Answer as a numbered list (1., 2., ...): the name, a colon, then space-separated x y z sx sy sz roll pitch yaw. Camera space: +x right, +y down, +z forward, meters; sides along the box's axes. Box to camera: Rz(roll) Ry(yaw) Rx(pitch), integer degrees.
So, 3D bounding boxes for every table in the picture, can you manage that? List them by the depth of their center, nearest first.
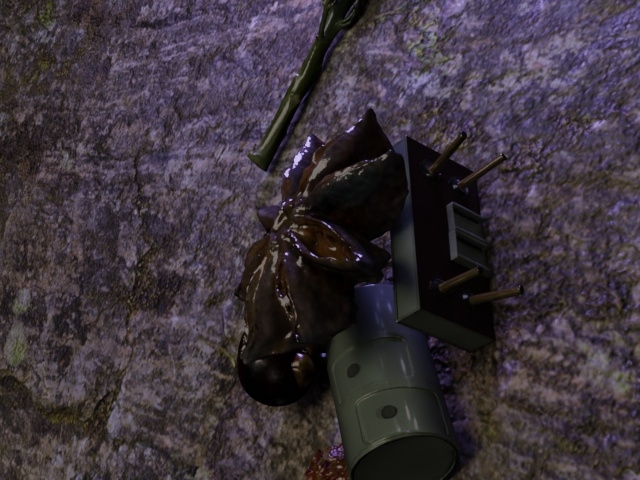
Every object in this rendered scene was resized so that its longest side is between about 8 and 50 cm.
1. table: 0.076 0.172 1.371 0.126 0.126 0.220 -44 38 30
2. table: 0.160 -0.012 1.372 0.111 0.122 0.240 -34 46 39

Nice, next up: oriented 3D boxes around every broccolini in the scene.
1. broccolini: -0.015 -0.289 1.822 0.392 0.074 0.079 -62 27 3

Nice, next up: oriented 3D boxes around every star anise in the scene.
1. star anise: 0.001 -0.002 1.384 0.332 0.118 0.331 -39 37 38

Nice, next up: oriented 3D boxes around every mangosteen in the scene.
1. mangosteen: -0.042 0.156 1.565 0.140 0.140 0.140 -32 47 41

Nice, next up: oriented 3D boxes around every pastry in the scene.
1. pastry: 0.036 0.292 1.393 0.169 0.087 0.063 47 153 52
